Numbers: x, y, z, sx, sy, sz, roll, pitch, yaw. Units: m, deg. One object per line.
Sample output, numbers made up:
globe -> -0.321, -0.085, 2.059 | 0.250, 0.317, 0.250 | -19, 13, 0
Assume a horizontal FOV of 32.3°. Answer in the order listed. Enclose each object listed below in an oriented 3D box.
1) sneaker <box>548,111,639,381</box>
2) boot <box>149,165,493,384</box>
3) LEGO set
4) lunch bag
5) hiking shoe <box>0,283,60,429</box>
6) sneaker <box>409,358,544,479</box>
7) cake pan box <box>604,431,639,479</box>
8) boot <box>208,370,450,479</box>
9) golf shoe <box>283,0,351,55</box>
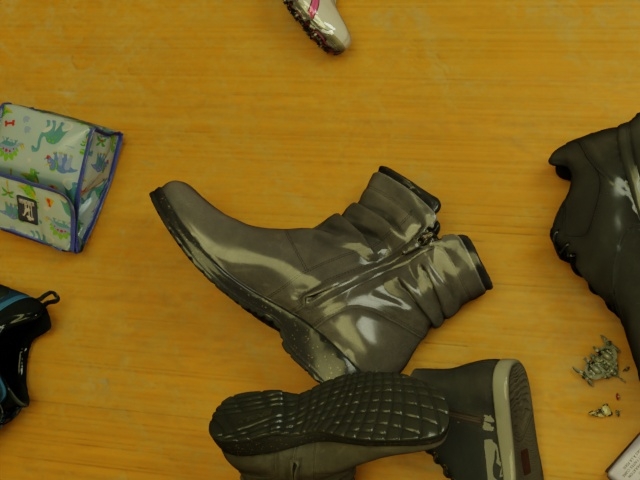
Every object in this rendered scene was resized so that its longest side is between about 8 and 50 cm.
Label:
sneaker -> 0.296, 0.017, 1.090 | 0.130, 0.109, 0.286 | -13, 61, 21
boot -> 0.000, 0.000, 1.175 | 0.338, 0.118, 0.222 | 42, 87, 9
LEGO set -> 0.283, 0.135, 1.101 | 0.054, 0.023, 0.083 | -20, 73, 10
lunch bag -> -0.318, -0.072, 1.281 | 0.129, 0.096, 0.151 | 17, 96, 16
hiking shoe -> -0.398, 0.188, 1.225 | 0.132, 0.113, 0.304 | 11, 80, 18
sneaker -> 0.152, 0.230, 1.097 | 0.118, 0.083, 0.222 | -7, 82, 33
cake pan box -> 0.444, 0.202, 1.020 | 0.246, 0.070, 0.267 | 43, 90, 18
boot -> 0.022, 0.216, 1.093 | 0.247, 0.161, 0.083 | -7, 40, 19
golf shoe -> -0.010, -0.296, 1.258 | 0.086, 0.067, 0.186 | -34, 71, 4
